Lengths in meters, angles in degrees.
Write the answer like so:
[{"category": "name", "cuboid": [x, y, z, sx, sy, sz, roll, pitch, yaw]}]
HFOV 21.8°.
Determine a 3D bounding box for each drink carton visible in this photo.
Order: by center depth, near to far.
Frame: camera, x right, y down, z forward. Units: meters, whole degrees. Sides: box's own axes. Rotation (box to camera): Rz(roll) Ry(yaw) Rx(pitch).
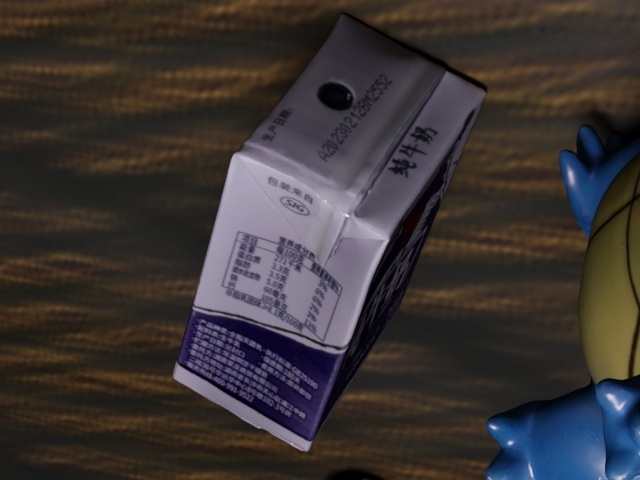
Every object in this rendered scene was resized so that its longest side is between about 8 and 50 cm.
[{"category": "drink carton", "cuboid": [0.001, -0.001, 0.960, 0.102, 0.134, 0.222, 30, 141, 10]}]

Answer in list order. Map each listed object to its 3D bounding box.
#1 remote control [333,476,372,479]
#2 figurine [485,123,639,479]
[{"category": "remote control", "cuboid": [0.089, 0.272, 1.255, 0.097, 0.045, 0.256, -20, 114, 44]}, {"category": "figurine", "cuboid": [0.196, 0.025, 0.748, 0.243, 0.298, 0.416, 19, 150, 18]}]
